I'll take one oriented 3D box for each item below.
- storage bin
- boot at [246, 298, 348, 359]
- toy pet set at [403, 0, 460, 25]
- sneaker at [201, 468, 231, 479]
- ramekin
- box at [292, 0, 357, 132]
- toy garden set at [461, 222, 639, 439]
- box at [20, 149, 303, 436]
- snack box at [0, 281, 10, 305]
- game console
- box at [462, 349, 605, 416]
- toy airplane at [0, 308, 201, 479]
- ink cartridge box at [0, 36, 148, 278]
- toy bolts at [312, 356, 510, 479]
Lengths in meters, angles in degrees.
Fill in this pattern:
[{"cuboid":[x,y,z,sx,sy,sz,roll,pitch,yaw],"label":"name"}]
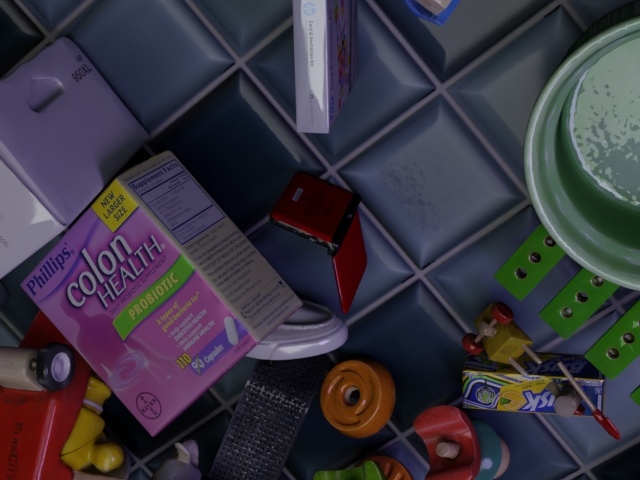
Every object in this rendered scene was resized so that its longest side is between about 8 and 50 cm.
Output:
[{"cuboid":[-0.064,0.223,1.597,0.084,0.122,0.180,23,117,2],"label":"storage bin"},{"cuboid":[-0.095,0.066,1.545,0.258,0.095,0.123,3,117,16],"label":"boot"},{"cuboid":[0.146,-0.288,1.363,0.122,0.065,0.114,36,82,-8],"label":"toy pet set"},{"cuboid":[-0.094,0.371,1.701,0.235,0.153,0.094,29,92,-41],"label":"sneaker"},{"cuboid":[0.369,-0.110,1.330,0.303,0.148,0.304,5,115,11],"label":"ramekin"},{"cuboid":[0.007,-0.212,1.345,0.038,0.186,0.145,4,114,11],"label":"box"},{"cuboid":[0.299,0.111,1.445,0.244,0.049,0.204,42,121,7],"label":"toy garden set"},{"cuboid":[-0.186,0.062,1.475,0.243,0.117,0.213,49,122,2],"label":"box"},{"cuboid":[-0.473,0.103,1.627,0.100,0.141,0.037,-23,106,22],"label":"snack box"},{"cuboid":[0.000,0.000,1.468,0.124,0.144,0.085,23,116,2],"label":"game console"},{"cuboid":[0.258,0.172,1.535,0.168,0.059,0.054,2,115,12],"label":"box"},{"cuboid":[-0.338,0.315,1.622,0.384,0.272,0.386,-44,66,14],"label":"toy airplane"},{"cuboid":[-0.424,-0.031,1.473,0.395,0.285,0.166,-34,104,25],"label":"ink cartridge box"},{"cuboid":[0.122,0.254,1.592,0.228,0.158,0.218,-14,70,29],"label":"toy bolts"}]
